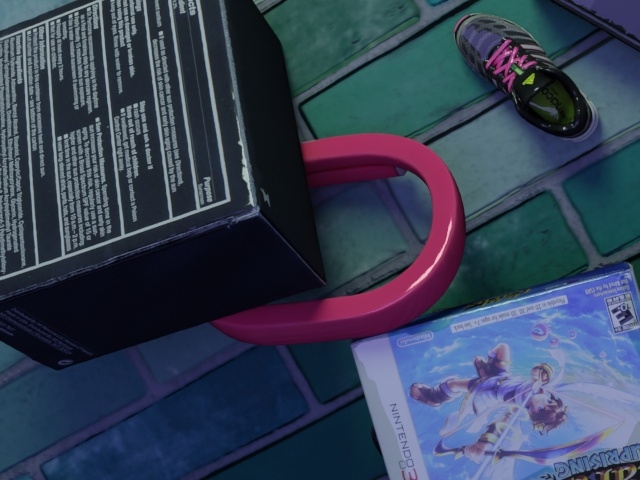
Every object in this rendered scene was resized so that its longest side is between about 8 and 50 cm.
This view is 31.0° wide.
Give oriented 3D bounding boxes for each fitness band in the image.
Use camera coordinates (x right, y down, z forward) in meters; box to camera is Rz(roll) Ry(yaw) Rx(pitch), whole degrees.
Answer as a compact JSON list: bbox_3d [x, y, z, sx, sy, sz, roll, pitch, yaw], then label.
[{"bbox_3d":[0.000,0.000,1.122,0.291,0.054,0.209,-8,58,23],"label":"fitness band"}]

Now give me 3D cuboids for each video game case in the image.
[{"bbox_3d":[0.190,0.173,1.078,0.269,0.061,0.244,-16,93,11],"label":"video game case"}]

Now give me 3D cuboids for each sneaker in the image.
[{"bbox_3d":[0.197,-0.158,1.108,0.170,0.075,0.063,44,104,3],"label":"sneaker"}]

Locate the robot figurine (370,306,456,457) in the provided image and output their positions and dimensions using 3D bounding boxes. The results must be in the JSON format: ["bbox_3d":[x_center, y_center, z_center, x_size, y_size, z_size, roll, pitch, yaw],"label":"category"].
[{"bbox_3d":[0.196,0.189,1.155,0.291,0.085,0.211,28,102,6],"label":"robot figurine"}]

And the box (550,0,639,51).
[{"bbox_3d":[0.386,-0.291,1.053,0.293,0.073,0.295,33,104,6],"label":"box"}]

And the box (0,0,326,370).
[{"bbox_3d":[-0.176,-0.070,1.089,0.294,0.183,0.296,-18,61,15],"label":"box"}]
